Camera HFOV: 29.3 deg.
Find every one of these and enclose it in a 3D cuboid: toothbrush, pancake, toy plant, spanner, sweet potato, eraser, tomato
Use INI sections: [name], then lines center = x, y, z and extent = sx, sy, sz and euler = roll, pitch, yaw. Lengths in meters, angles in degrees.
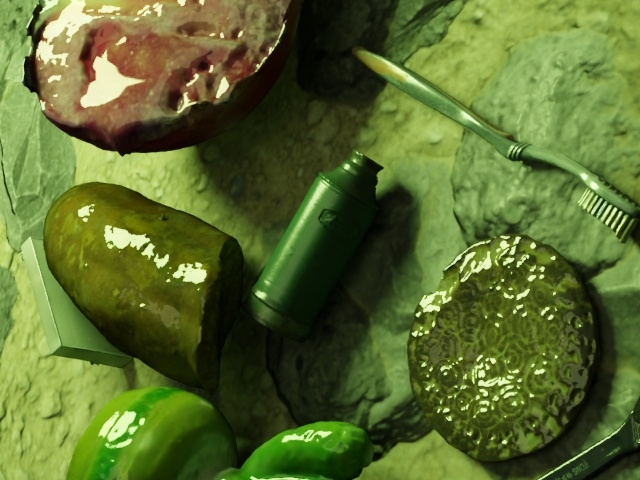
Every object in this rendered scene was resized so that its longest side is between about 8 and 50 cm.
[toothbrush]
center = 0.148, -0.104, 1.120
extent = 0.375, 0.028, 0.037
euler = 40, 110, 39
[pancake]
center = 0.154, 0.092, 1.061
extent = 0.199, 0.021, 0.199
euler = -13, 69, 37
[toy plant]
center = -0.063, 0.252, 1.121
extent = 0.315, 0.184, 0.224
euler = 16, 92, 25
[spanner]
center = 0.215, 0.178, 0.992
extent = 0.208, 0.012, 0.046
euler = -41, 54, 24
[sweet potato]
center = -0.199, 0.027, 1.287
extent = 0.369, 0.158, 0.158
euler = 27, 94, 40
[eraser]
center = -0.273, 0.069, 1.364
extent = 0.023, 0.104, 0.150
euler = -40, 55, 25
[tomato]
center = -0.141, -0.233, 1.308
extent = 0.289, 0.176, 0.335
euler = 3, 78, 19

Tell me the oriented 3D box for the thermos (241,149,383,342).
[thermos]
center = 0.002, 0.002, 1.187
extent = 0.073, 0.083, 0.188
euler = 33, 98, 19
